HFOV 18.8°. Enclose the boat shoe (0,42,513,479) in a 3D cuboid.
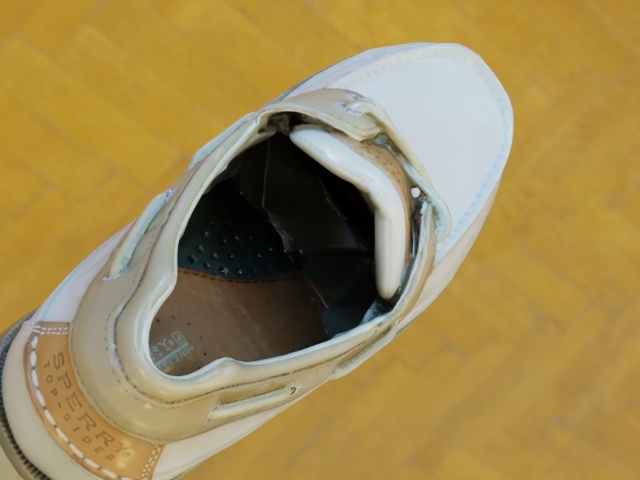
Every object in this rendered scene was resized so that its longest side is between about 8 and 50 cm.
[{"bbox_3d":[0.000,0.000,0.737,0.103,0.113,0.302,-33,-172,46],"label":"boat shoe"}]
